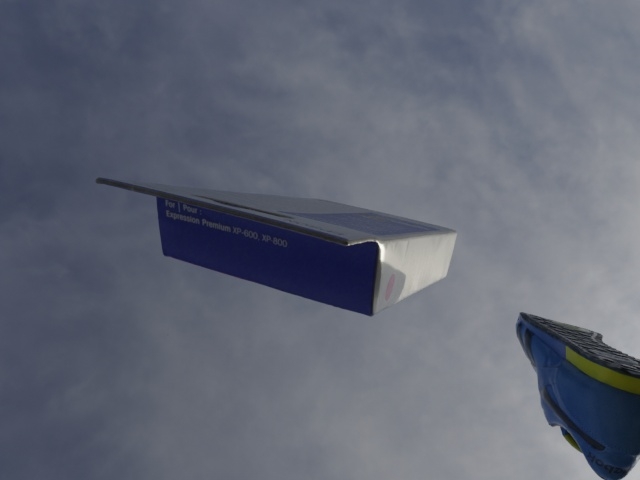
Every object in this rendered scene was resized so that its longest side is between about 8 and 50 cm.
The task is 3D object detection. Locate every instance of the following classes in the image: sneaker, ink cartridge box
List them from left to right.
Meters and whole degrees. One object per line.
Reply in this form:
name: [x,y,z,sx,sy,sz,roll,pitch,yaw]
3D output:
ink cartridge box: [0.000,0.000,0.504,0.176,0.371,0.069,14,-85,21]
sneaker: [0.190,0.109,0.448,0.069,0.209,0.082,12,-84,4]
